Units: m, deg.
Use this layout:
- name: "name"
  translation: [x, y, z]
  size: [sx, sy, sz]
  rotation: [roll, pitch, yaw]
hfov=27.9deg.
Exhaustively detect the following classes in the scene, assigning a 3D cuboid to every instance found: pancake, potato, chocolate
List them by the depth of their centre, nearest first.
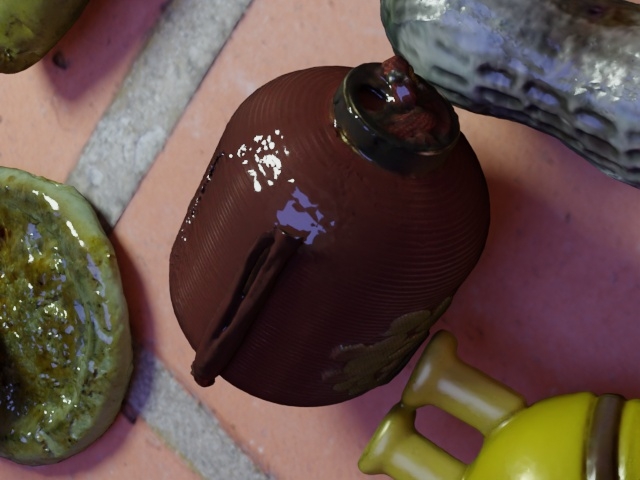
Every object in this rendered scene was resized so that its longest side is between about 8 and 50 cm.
- name: "chocolate"
  translation: [0.143, -0.107, 0.754]
  size: [0.248, 0.110, 0.110]
  rotation: [25, 109, 19]
- name: "potato"
  translation: [-0.196, -0.203, 0.941]
  size: [0.188, 0.085, 0.105]
  rotation: [-53, 33, 24]
- name: "pancake"
  translation: [-0.245, 0.061, 1.036]
  size: [0.254, 0.037, 0.253]
  rotation: [7, 103, 31]

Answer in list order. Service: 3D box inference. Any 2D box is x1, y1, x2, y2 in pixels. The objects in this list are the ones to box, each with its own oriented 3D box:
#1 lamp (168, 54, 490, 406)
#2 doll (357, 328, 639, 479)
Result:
- name: "lamp"
  translation: [0.000, 0.000, 0.788]
  size: [0.180, 0.180, 0.258]
  rotation: [46, 137, 15]
- name: "doll"
  translation: [0.197, 0.184, 0.750]
  size: [0.363, 0.145, 0.199]
  rotation: [31, 107, 15]
